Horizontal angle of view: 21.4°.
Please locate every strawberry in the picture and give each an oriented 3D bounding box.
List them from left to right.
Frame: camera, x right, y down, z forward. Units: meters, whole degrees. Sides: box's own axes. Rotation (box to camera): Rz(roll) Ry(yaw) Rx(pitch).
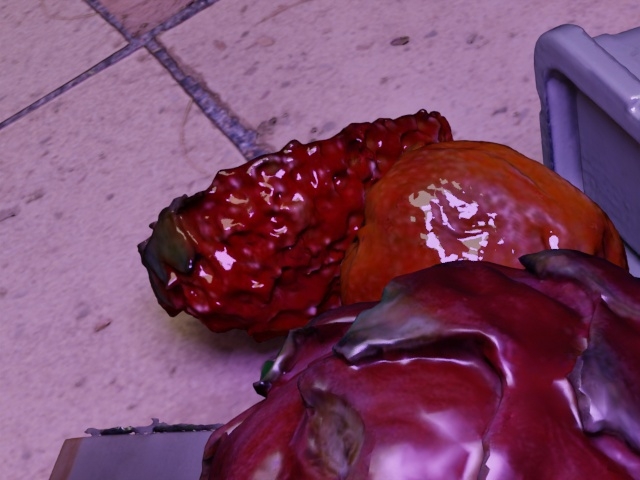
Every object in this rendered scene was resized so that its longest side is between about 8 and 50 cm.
[{"bbox_3d":[0.000,0.000,1.151,0.236,0.190,0.111,-23,79,-17],"label":"strawberry"}]

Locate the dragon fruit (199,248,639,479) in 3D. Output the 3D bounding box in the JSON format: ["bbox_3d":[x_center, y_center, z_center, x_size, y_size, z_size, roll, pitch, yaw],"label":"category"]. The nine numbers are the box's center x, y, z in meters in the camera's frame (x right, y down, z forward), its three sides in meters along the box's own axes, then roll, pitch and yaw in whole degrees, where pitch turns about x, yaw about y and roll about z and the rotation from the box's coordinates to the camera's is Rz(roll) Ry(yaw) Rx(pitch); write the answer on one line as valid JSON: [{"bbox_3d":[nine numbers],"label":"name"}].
[{"bbox_3d":[0.089,0.156,0.787,0.329,0.329,0.329,-14,41,12],"label":"dragon fruit"}]

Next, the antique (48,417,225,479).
[{"bbox_3d":[-0.089,0.201,0.949,0.148,0.146,0.152,-6,44,24],"label":"antique"}]

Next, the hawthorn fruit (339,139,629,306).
[{"bbox_3d":[0.099,0.021,1.049,0.179,0.173,0.173,-3,41,-4],"label":"hawthorn fruit"}]

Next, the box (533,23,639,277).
[{"bbox_3d":[0.279,-0.029,1.015,0.182,0.175,0.312,-22,39,-13],"label":"box"}]
